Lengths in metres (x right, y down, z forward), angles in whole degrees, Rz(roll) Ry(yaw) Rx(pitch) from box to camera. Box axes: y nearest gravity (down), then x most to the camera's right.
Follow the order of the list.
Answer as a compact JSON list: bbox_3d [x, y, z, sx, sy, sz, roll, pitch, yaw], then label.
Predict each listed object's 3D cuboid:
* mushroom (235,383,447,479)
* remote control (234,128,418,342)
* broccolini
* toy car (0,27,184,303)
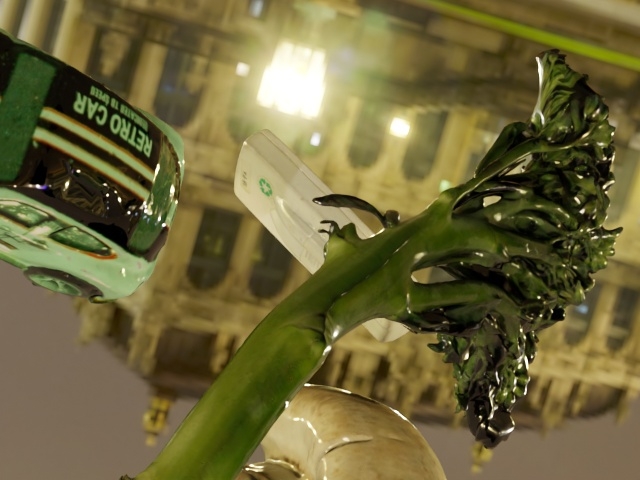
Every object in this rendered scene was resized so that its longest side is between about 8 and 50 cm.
[{"bbox_3d":[-0.006,0.217,1.032,0.189,0.254,0.195,-1,149,41],"label":"mushroom"},{"bbox_3d":[0.001,-0.001,1.381,0.049,0.090,0.230,-32,-114,-29],"label":"remote control"},{"bbox_3d":[0.014,0.047,0.441,0.062,0.123,0.271,9,-147,35],"label":"broccolini"},{"bbox_3d":[-0.198,-0.064,0.967,0.125,0.136,0.306,1,157,43],"label":"toy car"}]
